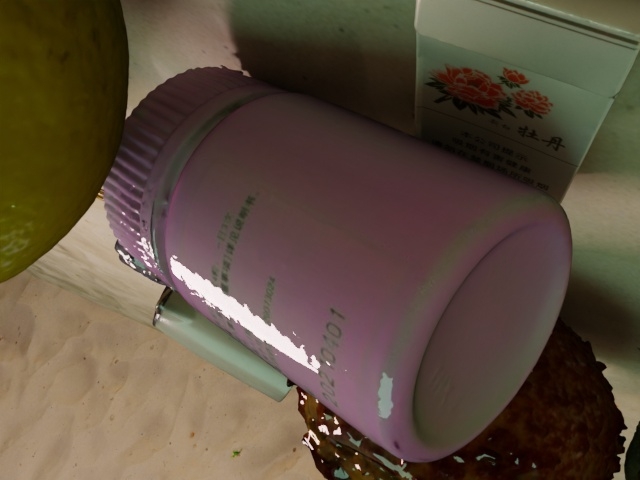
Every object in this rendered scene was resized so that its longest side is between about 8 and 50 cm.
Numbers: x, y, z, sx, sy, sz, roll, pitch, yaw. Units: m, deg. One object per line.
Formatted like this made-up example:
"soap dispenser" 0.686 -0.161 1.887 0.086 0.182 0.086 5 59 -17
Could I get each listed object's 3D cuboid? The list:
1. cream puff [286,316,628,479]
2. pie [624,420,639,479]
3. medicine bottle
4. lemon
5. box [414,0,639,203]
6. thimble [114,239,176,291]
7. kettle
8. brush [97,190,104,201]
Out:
"cream puff" 0.133 0.145 0.787 0.351 0.228 0.350 14 -174 -1
"pie" 0.415 0.249 0.704 0.323 0.323 0.070 24 120 9
"medicine bottle" 0.000 0.000 0.543 0.291 0.178 0.178 28 169 38
"lemon" -0.240 -0.108 0.487 0.245 0.319 0.245 16 -154 -8
"box" 0.107 -0.084 0.457 0.109 0.029 0.198 22 165 13
"thimble" -0.142 -0.019 0.851 0.098 0.150 0.150 30 164 -5
"kettle" -0.136 0.128 1.331 0.255 0.165 0.240 27 -167 -3
"brush" -0.257 -0.034 1.235 0.272 0.013 0.103 23 164 13
